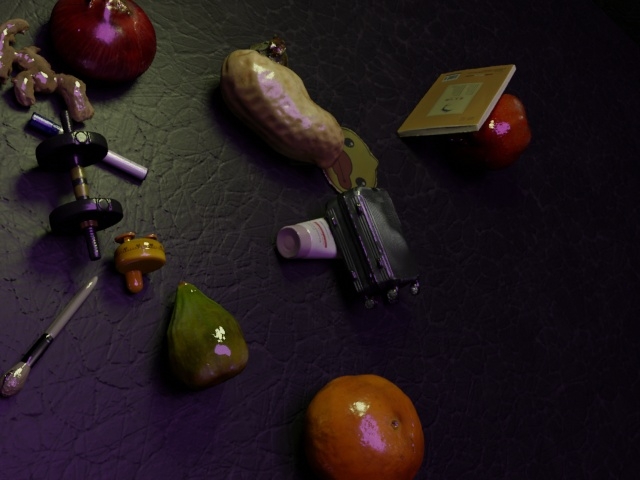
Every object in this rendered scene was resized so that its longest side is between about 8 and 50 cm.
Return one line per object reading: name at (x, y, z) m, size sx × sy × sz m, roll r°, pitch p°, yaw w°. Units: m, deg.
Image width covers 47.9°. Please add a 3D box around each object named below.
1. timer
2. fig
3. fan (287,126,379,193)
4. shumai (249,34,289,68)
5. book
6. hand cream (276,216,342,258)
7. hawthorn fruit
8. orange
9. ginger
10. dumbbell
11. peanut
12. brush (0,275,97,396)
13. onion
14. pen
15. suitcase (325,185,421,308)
timer at (-0.374, 0.046, 1.495) m, size 0.107 × 0.107 × 0.109 m, roll 1°, pitch 66°, yaw -37°
fig at (-0.244, 0.213, 1.504) m, size 0.167 × 0.167 × 0.233 m, roll 14°, pitch 25°, yaw -33°
fan at (0.046, -0.216, 2.004) m, size 0.334 × 0.011 × 0.230 m, roll -6°, pitch 72°, yaw -39°
shumai at (-0.124, -0.504, 1.957) m, size 0.123 × 0.087 × 0.099 m, roll 22°, pitch 56°, yaw -30°
book at (0.430, -0.441, 2.253) m, size 0.389 × 0.268 × 0.032 m, roll -52°, pitch 131°, yaw -39°
hand cream at (0.000, 0.000, 1.833) m, size 0.247 × 0.083 × 0.133 m, roll -10°, pitch 77°, yaw -51°
hawthorn fruit at (0.511, -0.341, 2.269) m, size 0.300 × 0.254 × 0.254 m, roll -7°, pitch 74°, yaw -37°
orange at (0.097, 0.435, 1.601) m, size 0.283 × 0.226 × 0.284 m, roll 22°, pitch 51°, yaw -29°
ginger at (-0.603, -0.340, 1.531) m, size 0.259 × 0.065 × 0.149 m, roll 50°, pitch 61°, yaw -16°
dumbbell at (-0.487, -0.114, 1.456) m, size 0.143 × 0.143 × 0.326 m, roll -6°, pitch 74°, yaw -39°
peanut at (-0.095, -0.332, 1.846) m, size 0.387 × 0.169 × 0.192 m, roll 42°, pitch 44°, yaw -17°
brush at (-0.513, 0.172, 1.374) m, size 0.042 × 0.039 × 0.299 m, roll 40°, pitch 50°, yaw -15°
onion at (-0.481, -0.466, 1.622) m, size 0.248 × 0.161 × 0.248 m, roll 5°, pitch 83°, yaw -45°
pen at (-0.499, -0.201, 1.562) m, size 0.269 × 0.033 × 0.033 m, roll 26°, pitch 56°, yaw -26°
suitcase at (0.142, 0.013, 1.867) m, size 0.202 × 0.128 × 0.312 m, roll -1°, pitch 68°, yaw -60°
